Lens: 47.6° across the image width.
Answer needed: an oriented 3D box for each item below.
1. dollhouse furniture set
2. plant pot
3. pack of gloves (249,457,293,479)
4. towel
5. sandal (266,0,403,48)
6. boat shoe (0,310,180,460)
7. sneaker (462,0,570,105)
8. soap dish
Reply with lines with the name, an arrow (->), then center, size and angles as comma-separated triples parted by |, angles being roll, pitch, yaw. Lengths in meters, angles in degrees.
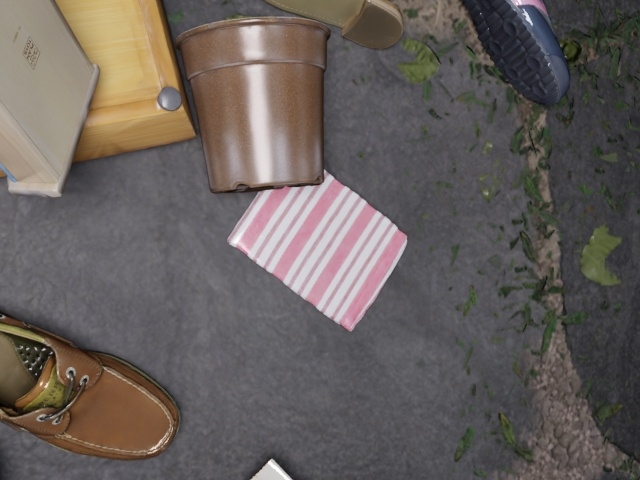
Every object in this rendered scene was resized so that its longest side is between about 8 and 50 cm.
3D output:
dollhouse furniture set -> -0.361, -0.191, 0.589 | 0.303, 0.198, 0.287 | 4, 63, 8
plant pot -> -0.065, -0.137, 0.782 | 0.166, 0.167, 0.165 | -5, 92, -22
pack of gloves -> -0.035, 0.391, 0.818 | 0.232, 0.046, 0.195 | 44, 96, 7
towel -> 0.000, 0.000, 0.883 | 0.197, 0.029, 0.144 | 37, 76, -15
sandal -> -0.003, -0.319, 0.873 | 0.240, 0.088, 0.079 | 23, 49, -27
boat shoe -> -0.277, 0.149, 0.723 | 0.307, 0.104, 0.111 | 28, 79, -20
sneaker -> 0.256, -0.334, 0.946 | 0.131, 0.112, 0.319 | -38, 104, -15
soap dish -> -0.283, -0.189, 0.719 | 0.290, 0.118, 0.229 | -15, 95, -22
